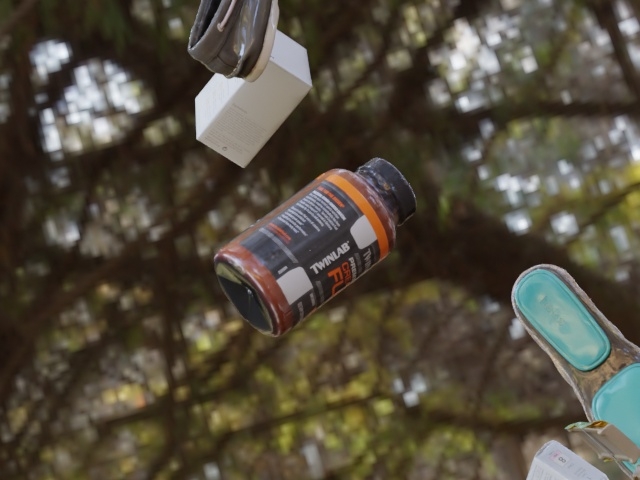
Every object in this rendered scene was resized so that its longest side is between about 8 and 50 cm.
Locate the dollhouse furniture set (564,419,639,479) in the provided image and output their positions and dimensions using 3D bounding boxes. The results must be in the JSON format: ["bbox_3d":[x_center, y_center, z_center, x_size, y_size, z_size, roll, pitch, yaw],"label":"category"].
[{"bbox_3d":[0.344,0.223,1.864,0.058,0.152,0.076,-53,14,-16],"label":"dollhouse furniture set"}]

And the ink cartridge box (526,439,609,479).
[{"bbox_3d":[0.365,0.397,2.298,0.066,0.232,0.189,-38,-30,-40],"label":"ink cartridge box"}]

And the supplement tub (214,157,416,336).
[{"bbox_3d":[0.000,0.000,1.702,0.198,0.106,0.106,-37,-10,-20],"label":"supplement tub"}]

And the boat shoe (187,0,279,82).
[{"bbox_3d":[-0.099,-0.360,2.188,0.096,0.335,0.112,17,-25,-25],"label":"boat shoe"}]

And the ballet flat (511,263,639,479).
[{"bbox_3d":[0.341,0.159,2.025,0.107,0.316,0.106,-35,-19,9],"label":"ballet flat"}]

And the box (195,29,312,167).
[{"bbox_3d":[-0.102,-0.219,2.597,0.091,0.130,0.170,32,-65,-22],"label":"box"}]
